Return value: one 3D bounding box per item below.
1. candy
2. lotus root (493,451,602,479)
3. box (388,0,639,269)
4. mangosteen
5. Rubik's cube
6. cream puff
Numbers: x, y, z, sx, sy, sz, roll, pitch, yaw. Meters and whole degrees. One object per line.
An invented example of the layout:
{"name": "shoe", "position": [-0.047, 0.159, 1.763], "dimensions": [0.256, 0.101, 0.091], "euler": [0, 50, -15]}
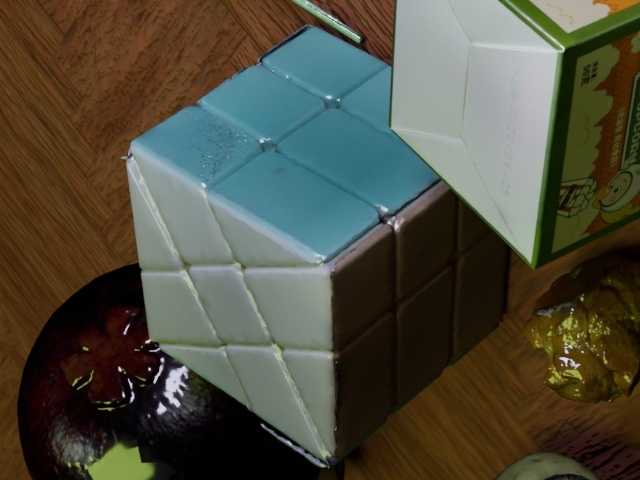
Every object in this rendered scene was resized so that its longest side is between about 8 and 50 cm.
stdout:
{"name": "candy", "position": [-0.045, -0.219, 1.531], "dimensions": [0.202, 0.061, 0.061], "euler": [34, 143, 14]}
{"name": "lotus root", "position": [0.186, 0.299, 1.610], "dimensions": [0.173, 0.173, 0.309], "euler": [43, 146, 17]}
{"name": "box", "position": [0.155, -0.124, 1.244], "dimensions": [0.177, 0.148, 0.195], "euler": [46, 150, 36]}
{"name": "mangosteen", "position": [-0.128, 0.176, 1.796], "dimensions": [0.307, 0.307, 0.347], "euler": [32, 170, 30]}
{"name": "Rubik's cube", "position": [0.000, 0.000, 1.500], "dimensions": [0.231, 0.224, 0.221], "euler": [31, 141, 31]}
{"name": "cream puff", "position": [0.214, 0.069, 1.405], "dimensions": [0.116, 0.122, 0.094], "euler": [-34, 97, 26]}
